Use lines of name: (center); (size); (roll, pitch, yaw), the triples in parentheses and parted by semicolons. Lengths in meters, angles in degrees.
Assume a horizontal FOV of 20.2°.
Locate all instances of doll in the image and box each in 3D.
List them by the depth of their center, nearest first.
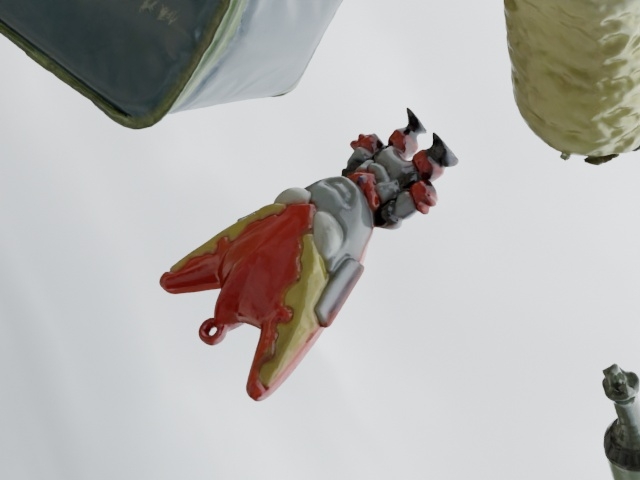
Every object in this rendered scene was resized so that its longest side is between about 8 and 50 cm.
doll: (0.000, 0.000, 0.981); (0.109, 0.169, 0.057); (47, -7, 39)

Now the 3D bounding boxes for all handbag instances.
handbag: (-0.126, -0.229, 1.441); (0.263, 0.222, 0.241); (38, 20, 12)

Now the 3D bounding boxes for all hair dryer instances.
hair dryer: (0.151, 0.114, 0.782); (0.198, 0.100, 0.057); (64, 33, -47)

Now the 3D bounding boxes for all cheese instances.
cheese: (0.188, -0.145, 1.284); (0.123, 0.094, 0.167); (40, -23, 32)
